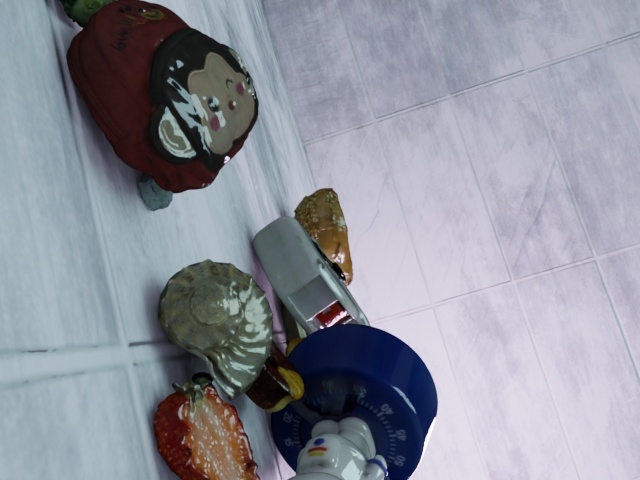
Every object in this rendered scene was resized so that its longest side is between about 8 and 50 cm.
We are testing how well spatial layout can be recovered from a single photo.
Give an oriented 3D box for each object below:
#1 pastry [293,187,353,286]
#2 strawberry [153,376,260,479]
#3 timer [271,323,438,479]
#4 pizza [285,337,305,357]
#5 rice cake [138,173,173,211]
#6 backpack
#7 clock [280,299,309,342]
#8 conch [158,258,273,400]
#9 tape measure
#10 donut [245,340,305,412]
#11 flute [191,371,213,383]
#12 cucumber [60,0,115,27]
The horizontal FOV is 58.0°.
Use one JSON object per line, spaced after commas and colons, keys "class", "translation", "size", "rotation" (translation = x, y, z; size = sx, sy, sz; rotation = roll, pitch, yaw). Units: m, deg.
{"class": "pastry", "translation": [0.000, 0.000, 1.729], "size": [0.255, 0.161, 0.311], "rotation": [-113, -170, -60]}
{"class": "strawberry", "translation": [-0.112, 0.208, 0.574], "size": [0.152, 0.048, 0.104], "rotation": [66, 23, 1]}
{"class": "timer", "translation": [0.021, 0.320, 0.826], "size": [0.383, 0.270, 0.270], "rotation": [-54, 127, -66]}
{"class": "pizza", "translation": [-0.002, 0.310, 1.133], "size": [0.335, 0.086, 0.226], "rotation": [71, -1, -56]}
{"class": "rice cake", "translation": [-0.204, -0.108, 0.772], "size": [0.211, 0.034, 0.043], "rotation": [-98, 170, -57]}
{"class": "backpack", "translation": [-0.181, -0.169, 0.661], "size": [0.229, 0.138, 0.229], "rotation": [35, 42, -39]}
{"class": "clock", "translation": [-0.043, 0.213, 1.362], "size": [0.235, 0.029, 0.235], "rotation": [-17, 90, -84]}
{"class": "conch", "translation": [-0.120, 0.109, 0.671], "size": [0.207, 0.130, 0.155], "rotation": [119, -29, -65]}
{"class": "tape measure", "translation": [-0.017, 0.089, 1.201], "size": [0.258, 0.130, 0.265], "rotation": [58, 3, 34]}
{"class": "donut", "translation": [-0.082, 0.176, 0.805], "size": [0.140, 0.059, 0.140], "rotation": [51, 3, -3]}
{"class": "flute", "translation": [-0.121, 0.242, 0.593], "size": [0.027, 0.027, 0.233], "rotation": [66, 9, -47]}
{"class": "cucumber", "translation": [-0.283, -0.355, 0.582], "size": [0.077, 0.077, 0.265], "rotation": [-94, 163, -66]}
